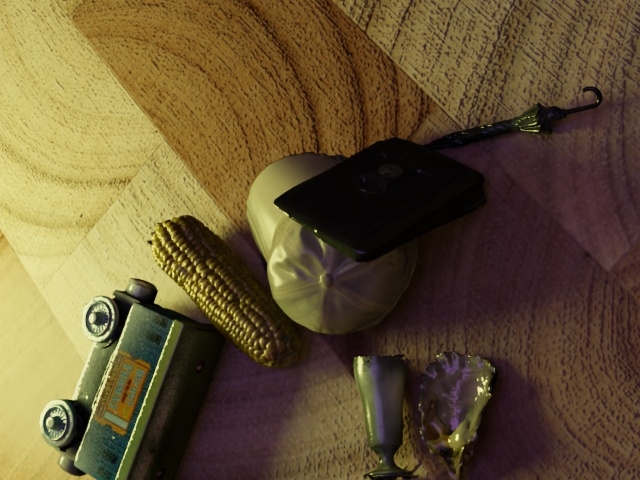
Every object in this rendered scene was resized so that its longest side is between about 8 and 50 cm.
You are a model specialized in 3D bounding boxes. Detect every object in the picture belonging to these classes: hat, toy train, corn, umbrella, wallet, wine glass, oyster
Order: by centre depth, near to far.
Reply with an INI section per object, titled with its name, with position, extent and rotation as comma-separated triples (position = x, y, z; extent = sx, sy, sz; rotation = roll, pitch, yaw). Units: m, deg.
[oyster]
position = 0.171, 0.204, 1.390
extent = 0.121, 0.045, 0.146
rotation = -41, 53, 22
[wallet]
position = 0.077, -0.057, 1.406
extent = 0.168, 0.245, 0.052
rotation = 34, 133, 31
[wine glass]
position = 0.080, 0.224, 1.429
extent = 0.072, 0.072, 0.155
rotation = -13, 73, 30
[umbrella]
position = 0.235, -0.138, 1.442
extent = 0.269, 0.044, 0.044
rotation = -17, 107, 35
[hat]
position = -0.003, -0.005, 1.488
extent = 0.232, 0.161, 0.275
rotation = -44, 56, 12
[corn]
position = -0.129, 0.071, 1.580
extent = 0.291, 0.101, 0.101
rotation = 42, 102, 30
[toy train]
position = -0.271, 0.214, 1.615
extent = 0.202, 0.131, 0.300
rotation = 22, 93, 33
